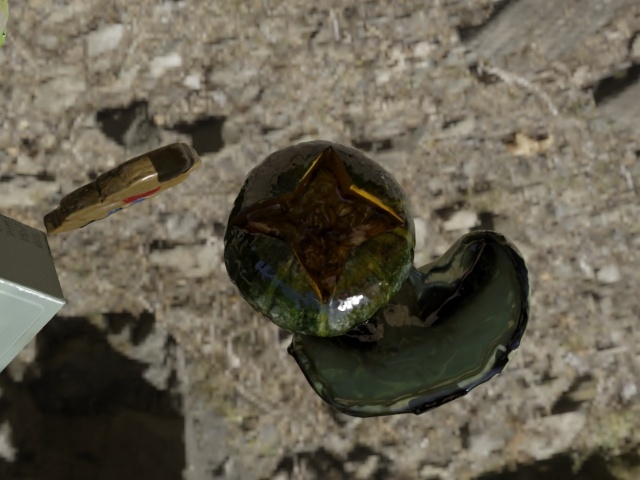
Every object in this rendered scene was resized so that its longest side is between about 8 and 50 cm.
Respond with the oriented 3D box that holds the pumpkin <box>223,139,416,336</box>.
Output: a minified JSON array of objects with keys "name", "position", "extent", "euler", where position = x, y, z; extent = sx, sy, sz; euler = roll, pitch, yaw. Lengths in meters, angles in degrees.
[{"name":"pumpkin","position":[0.000,0.000,1.480],"extent":[0.237,0.238,0.159],"euler":[-2,165,-6]}]

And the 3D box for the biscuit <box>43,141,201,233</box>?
[{"name":"biscuit","position":[-0.263,-0.063,1.617],"extent":[0.319,0.047,0.183],"euler":[-21,180,41]}]

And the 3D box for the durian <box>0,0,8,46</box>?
[{"name":"durian","position":[-0.464,-0.141,1.327],"extent":[0.169,0.356,0.157],"euler":[34,175,-42]}]

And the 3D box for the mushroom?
[{"name":"mushroom","position":[0.133,0.112,1.689],"extent":[0.344,0.247,0.130],"euler":[-35,162,11]}]

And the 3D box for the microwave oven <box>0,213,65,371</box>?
[{"name":"microwave oven","position":[-0.394,0.066,1.296],"extent":[0.205,0.129,0.163],"euler":[-43,138,19]}]
